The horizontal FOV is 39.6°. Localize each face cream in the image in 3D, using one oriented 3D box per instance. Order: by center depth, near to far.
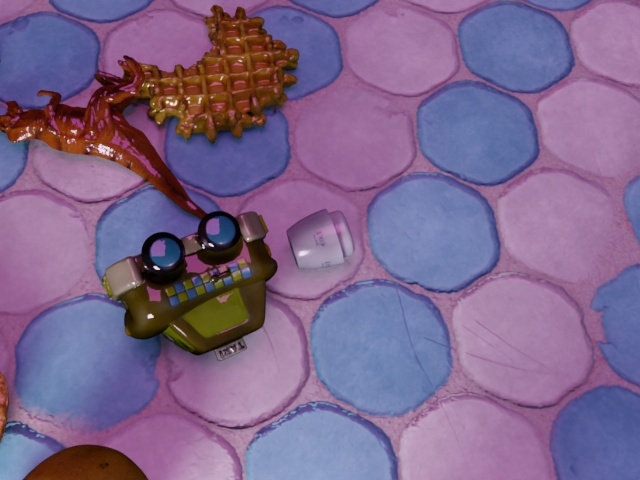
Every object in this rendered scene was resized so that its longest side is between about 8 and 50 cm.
[{"bbox_3d":[0.000,0.000,1.401,0.095,0.091,0.091,-18,62,-5],"label":"face cream"}]

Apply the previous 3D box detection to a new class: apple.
[{"bbox_3d":[-0.301,0.347,1.134,0.182,0.182,0.155,15,39,5],"label":"apple"}]

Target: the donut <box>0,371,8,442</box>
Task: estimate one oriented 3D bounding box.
[{"bbox_3d":[-0.514,0.227,1.237,0.217,0.085,0.141,31,62,13],"label":"donut"}]

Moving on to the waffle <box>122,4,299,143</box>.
[{"bbox_3d":[-0.181,-0.296,1.576,0.260,0.069,0.293,38,66,18],"label":"waffle"}]

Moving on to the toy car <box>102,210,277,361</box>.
[{"bbox_3d":[-0.174,0.081,1.305,0.248,0.204,0.198,-22,86,-18],"label":"toy car"}]

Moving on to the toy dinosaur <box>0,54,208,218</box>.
[{"bbox_3d":[-0.349,-0.199,1.491,0.432,0.097,0.208,18,74,11],"label":"toy dinosaur"}]
